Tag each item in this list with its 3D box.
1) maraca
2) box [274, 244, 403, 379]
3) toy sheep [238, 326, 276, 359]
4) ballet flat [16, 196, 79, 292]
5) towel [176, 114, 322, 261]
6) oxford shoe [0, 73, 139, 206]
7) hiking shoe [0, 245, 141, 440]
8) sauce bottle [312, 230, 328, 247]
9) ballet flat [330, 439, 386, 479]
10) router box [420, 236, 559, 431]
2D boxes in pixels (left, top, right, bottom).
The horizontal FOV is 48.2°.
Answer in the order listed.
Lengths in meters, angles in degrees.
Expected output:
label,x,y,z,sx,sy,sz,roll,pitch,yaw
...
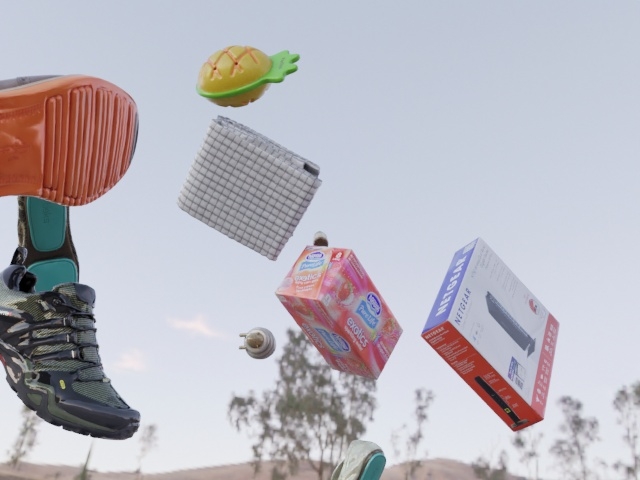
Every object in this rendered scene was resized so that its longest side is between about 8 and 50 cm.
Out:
label,x,y,z,sx,sy,sz,roll,pitch,yaw
maraca,-0.125,-0.283,1.218,0.185,0.127,0.099,-10,-48,12
box,0.050,0.166,1.642,0.142,0.154,0.300,4,-41,41
toy sheep,-0.157,0.265,1.840,0.091,0.091,0.132,0,-16,17
ballet flat,-0.735,0.017,1.907,0.164,0.182,0.483,-7,-60,-29
towel,-0.159,-0.123,1.643,0.283,0.121,0.235,28,-74,-1
oxford shoe,-0.298,-0.101,0.662,0.132,0.130,0.363,15,13,16
hiking shoe,-0.254,0.100,0.705,0.226,0.114,0.086,35,-5,12
sauce bottle,0.000,0.000,1.861,0.042,0.042,0.128,10,9,-2
ballet flat,0.025,0.317,0.851,0.052,0.168,0.057,13,-24,44
router box,0.389,0.199,1.593,0.301,0.335,0.082,46,-52,-9
